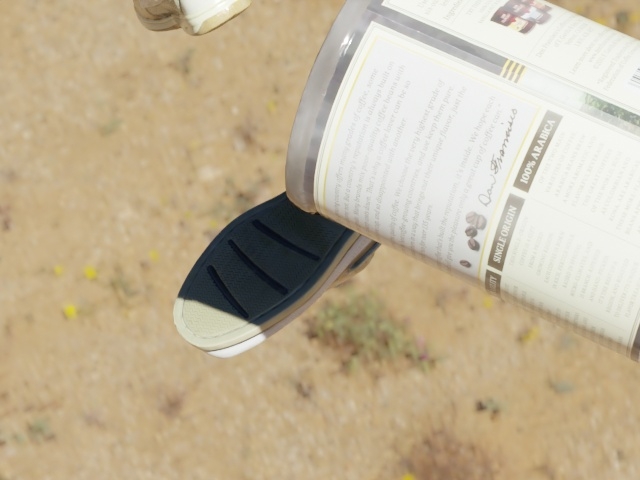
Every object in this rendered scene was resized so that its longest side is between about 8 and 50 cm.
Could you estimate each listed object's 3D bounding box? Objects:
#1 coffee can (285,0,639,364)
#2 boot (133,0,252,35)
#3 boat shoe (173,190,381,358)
[{"bbox_3d":[0.143,-0.058,1.283,0.275,0.201,0.201,26,57,15],"label":"coffee can"},{"bbox_3d":[-0.143,-0.260,1.610,0.077,0.165,0.213,-34,19,-11],"label":"boot"},{"bbox_3d":[0.000,0.000,1.723,0.302,0.103,0.113,-43,61,-6],"label":"boat shoe"}]
